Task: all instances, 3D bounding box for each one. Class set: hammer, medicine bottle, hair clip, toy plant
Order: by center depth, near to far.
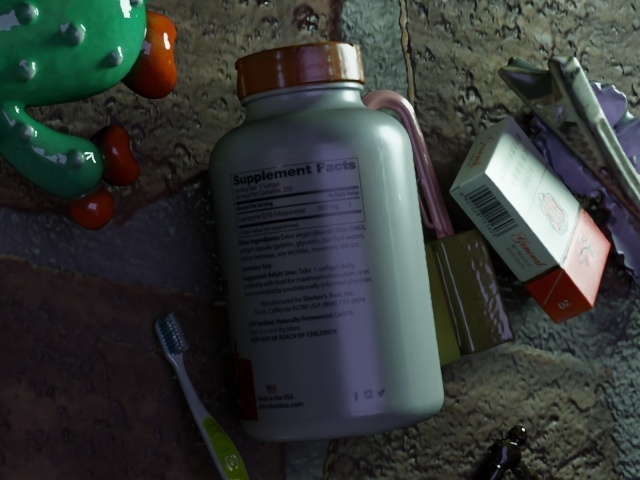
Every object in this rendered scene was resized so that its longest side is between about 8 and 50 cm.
[{"bbox_3d":[-0.264,-0.136,0.996,0.400,0.185,0.279,-24,70,-34],"label":"toy plant"},{"bbox_3d":[0.000,0.000,1.121,0.157,0.157,0.289,-6,88,-27],"label":"medicine bottle"},{"bbox_3d":[0.202,0.240,1.279,0.065,0.021,0.178,-47,108,-22],"label":"hammer"},{"bbox_3d":[0.264,-0.061,1.306,0.292,0.084,0.106,49,64,-20],"label":"hair clip"}]

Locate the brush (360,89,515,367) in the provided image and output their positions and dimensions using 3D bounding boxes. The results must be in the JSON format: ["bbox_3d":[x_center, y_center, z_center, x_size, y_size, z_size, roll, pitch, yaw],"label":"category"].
[{"bbox_3d":[0.080,-0.013,1.224,0.103,0.047,0.233,-15,90,-29],"label":"brush"}]

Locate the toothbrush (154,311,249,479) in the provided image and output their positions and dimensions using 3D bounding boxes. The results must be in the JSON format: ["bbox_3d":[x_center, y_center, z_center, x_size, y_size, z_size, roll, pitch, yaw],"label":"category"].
[{"bbox_3d":[-0.069,0.175,1.107,0.022,0.026,0.263,-15,75,-38],"label":"toothbrush"}]

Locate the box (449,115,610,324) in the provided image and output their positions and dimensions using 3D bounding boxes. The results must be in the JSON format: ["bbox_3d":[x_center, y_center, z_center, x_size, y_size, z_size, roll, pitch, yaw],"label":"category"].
[{"bbox_3d":[0.180,-0.017,1.252,0.152,0.048,0.100,48,38,-13],"label":"box"}]
